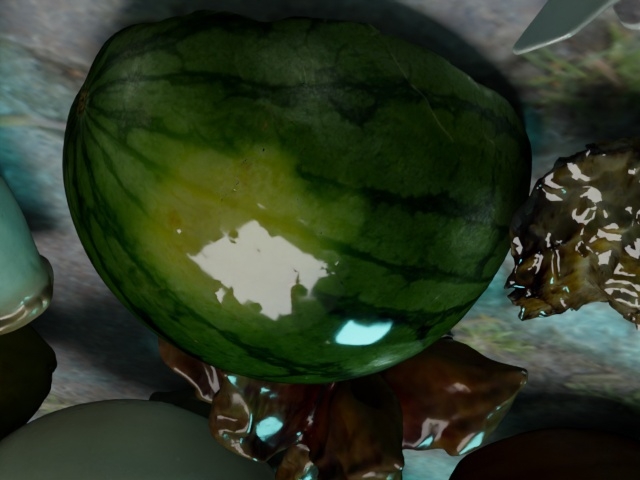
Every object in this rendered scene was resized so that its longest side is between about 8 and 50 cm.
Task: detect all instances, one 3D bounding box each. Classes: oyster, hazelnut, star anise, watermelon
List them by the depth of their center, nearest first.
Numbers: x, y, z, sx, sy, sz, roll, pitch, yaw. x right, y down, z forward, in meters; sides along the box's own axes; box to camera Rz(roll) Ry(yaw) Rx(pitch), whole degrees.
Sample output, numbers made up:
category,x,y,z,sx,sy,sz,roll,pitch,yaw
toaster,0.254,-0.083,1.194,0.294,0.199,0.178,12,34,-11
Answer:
category,x,y,z,sx,sy,sz,roll,pitch,yaw
oyster,0.166,0.000,0.654,0.177,0.056,0.105,-5,129,-9
watermelon,-0.007,-0.002,0.681,0.232,0.127,0.204,27,146,-36
star anise,0.004,0.081,0.817,0.196,0.111,0.212,5,165,42
hazelnut,0.161,0.213,0.955,0.181,0.181,0.212,24,146,21

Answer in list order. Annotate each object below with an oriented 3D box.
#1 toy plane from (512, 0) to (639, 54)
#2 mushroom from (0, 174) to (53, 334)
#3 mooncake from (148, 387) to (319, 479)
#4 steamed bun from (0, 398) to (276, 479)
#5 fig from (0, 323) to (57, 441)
category,x,y,z,sx,sy,sz,roll,pitch,yaw
toy plane,0.160,-0.124,0.450,0.234,0.082,0.160,-22,128,26
mushroom,-0.202,-0.045,0.720,0.109,0.097,0.351,12,156,7
mooncake,-0.051,0.154,1.044,0.130,0.073,0.125,-2,149,19
steamed bun,-0.117,0.189,0.945,0.232,0.145,0.232,1,129,1
fig,-0.250,0.082,0.950,0.166,0.154,0.144,-6,149,-35
